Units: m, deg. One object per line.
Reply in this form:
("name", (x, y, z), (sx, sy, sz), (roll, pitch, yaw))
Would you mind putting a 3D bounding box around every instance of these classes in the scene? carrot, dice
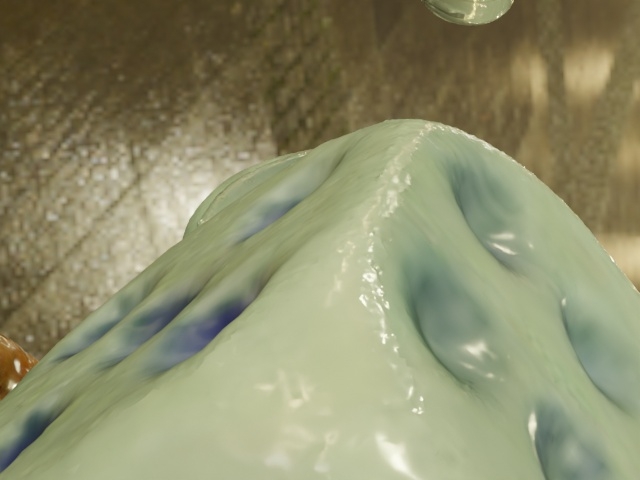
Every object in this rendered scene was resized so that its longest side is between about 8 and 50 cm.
("carrot", (-0.157, 0.093, 0.853), (0.191, 0.047, 0.047), (53, 39, -63))
("dice", (0.014, 0.130, 0.640), (0.268, 0.262, 0.264), (52, 28, -11))

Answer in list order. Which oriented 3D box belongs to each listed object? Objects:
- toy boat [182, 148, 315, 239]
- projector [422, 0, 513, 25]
("toy boat", (0.000, 0.000, 1.132), (0.079, 0.208, 0.134), (139, -59, -85))
("projector", (0.158, -0.341, 1.370), (0.337, 0.108, 0.108), (100, 0, -57))
